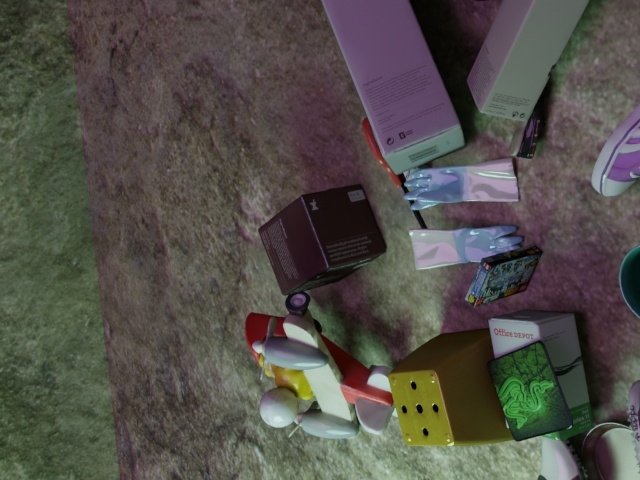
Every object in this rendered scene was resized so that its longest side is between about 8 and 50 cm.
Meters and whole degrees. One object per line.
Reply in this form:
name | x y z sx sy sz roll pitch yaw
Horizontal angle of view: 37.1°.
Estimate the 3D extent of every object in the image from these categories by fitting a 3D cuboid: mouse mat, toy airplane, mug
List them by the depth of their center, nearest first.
mug | 0.542 0.068 1.440 0.158 0.097 0.129 58 139 23
mouse mat | 0.358 0.264 1.650 0.190 0.007 0.152 -45 61 63
toy airplane | -0.006 0.314 2.075 0.386 0.272 0.384 50 161 -9

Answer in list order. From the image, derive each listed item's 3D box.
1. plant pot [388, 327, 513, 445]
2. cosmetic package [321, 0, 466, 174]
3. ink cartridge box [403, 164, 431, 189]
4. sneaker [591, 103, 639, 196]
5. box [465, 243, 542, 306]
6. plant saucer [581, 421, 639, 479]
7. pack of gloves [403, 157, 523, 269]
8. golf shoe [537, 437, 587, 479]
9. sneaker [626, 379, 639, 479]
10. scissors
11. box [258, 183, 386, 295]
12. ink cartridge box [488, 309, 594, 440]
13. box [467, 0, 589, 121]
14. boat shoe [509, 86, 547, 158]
plant pot | 0.254 0.295 1.820 0.212 0.187 0.212 -16 87 54
cosmetic package | 0.128 -0.326 1.755 0.155 0.197 0.365 -21 81 9
ink cartridge box | 0.182 -0.139 1.914 0.083 0.028 0.048 37 130 41
sneaker | 0.524 -0.132 1.404 0.161 0.102 0.282 53 138 24
box | 0.326 0.062 1.693 0.027 0.137 0.094 46 134 36
plant saucer | 0.522 0.388 1.625 0.168 0.029 0.168 21 117 50
pack of gloves | 0.256 -0.042 1.770 0.232 0.046 0.195 -5 98 34
golf shoe | 0.414 0.472 1.701 0.105 0.120 0.273 -156 59 -82
sneaker | 0.574 0.351 1.466 0.146 0.102 0.293 -24 73 49
scissors | 0.154 -0.103 1.852 0.021 0.109 0.297 -23 84 27
box | 0.000 0.000 2.081 0.203 0.168 0.167 -34 73 52
ink cartridge box | 0.387 0.232 1.687 0.153 0.087 0.208 -1 100 65
box | 0.340 -0.339 1.557 0.113 0.094 0.275 -99 24 -47
boat shoe | 0.365 -0.206 1.643 0.049 0.042 0.133 -108 31 -73
